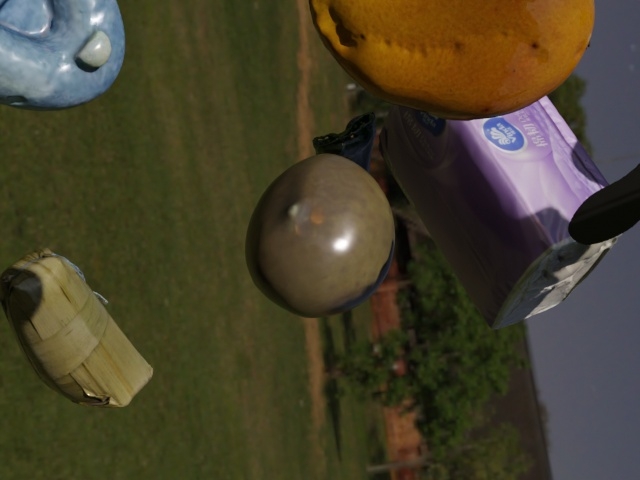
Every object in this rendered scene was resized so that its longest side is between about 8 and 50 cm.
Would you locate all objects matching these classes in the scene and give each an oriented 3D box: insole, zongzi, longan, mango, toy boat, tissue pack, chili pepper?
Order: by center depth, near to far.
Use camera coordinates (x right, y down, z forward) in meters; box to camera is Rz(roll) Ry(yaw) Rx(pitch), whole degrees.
[{"bbox_3d":[0.076,-0.124,0.613,0.084,0.159,0.105,-49,143,-69],"label":"mango"},{"bbox_3d":[0.311,-0.048,1.058,0.053,0.152,0.002,43,27,0],"label":"insole"},{"bbox_3d":[-0.339,-0.273,1.130,0.123,0.215,0.330,8,-34,50],"label":"toy boat"},{"bbox_3d":[-0.354,0.101,1.348,0.256,0.115,0.228,11,-41,49],"label":"zongzi"},{"bbox_3d":[0.000,0.000,1.363,0.196,0.197,0.220,78,26,-52],"label":"longan"},{"bbox_3d":[0.232,-0.075,1.421,0.338,0.160,0.242,61,-23,23],"label":"tissue pack"},{"bbox_3d":[0.052,-0.130,1.684,0.216,0.108,0.062,72,-7,-67],"label":"chili pepper"}]
